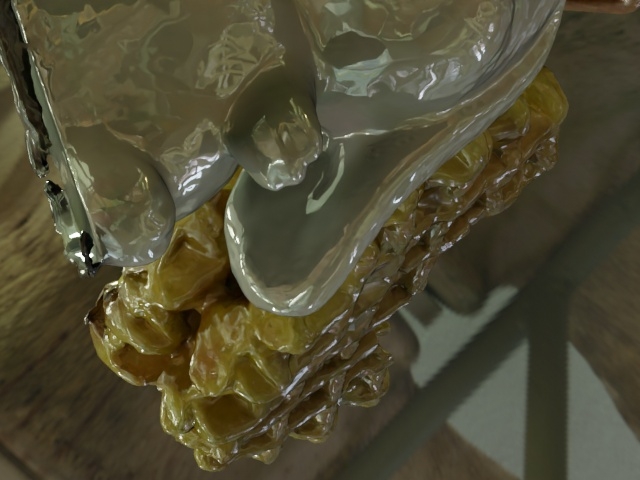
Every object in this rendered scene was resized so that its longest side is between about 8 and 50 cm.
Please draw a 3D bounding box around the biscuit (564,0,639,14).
[{"bbox_3d":[0.119,-0.300,0.959,0.349,0.455,0.078,2,-122,31],"label":"biscuit"}]

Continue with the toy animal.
[{"bbox_3d":[-0.025,-0.091,0.705,0.289,0.174,0.249,2,-101,-9],"label":"toy animal"}]

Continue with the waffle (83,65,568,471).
[{"bbox_3d":[0.000,0.000,0.930,0.151,0.261,0.324,46,-50,20],"label":"waffle"}]
